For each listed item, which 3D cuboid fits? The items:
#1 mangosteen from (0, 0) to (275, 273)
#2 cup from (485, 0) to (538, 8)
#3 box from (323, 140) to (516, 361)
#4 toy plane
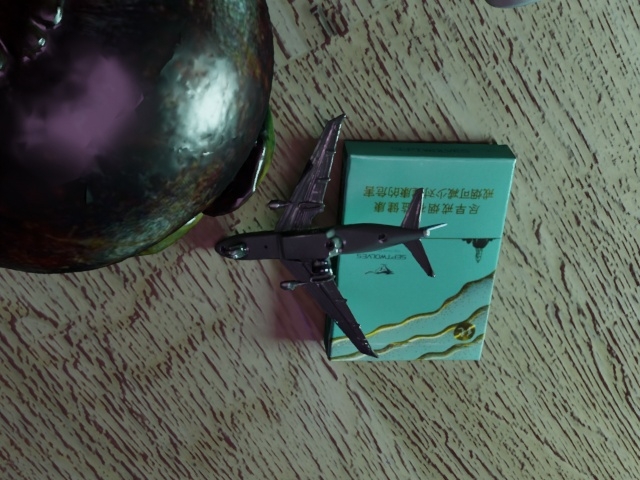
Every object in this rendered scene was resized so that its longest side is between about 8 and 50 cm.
[{"bbox_3d":[-0.185,-0.123,0.834,0.330,0.330,0.330,-4,119,-7],"label":"mangosteen"},{"bbox_3d":[0.143,-0.272,0.922,0.099,0.136,0.133,-47,122,-22],"label":"cup"},{"bbox_3d":[0.092,0.015,1.088,0.162,0.041,0.229,0,118,-8],"label":"box"},{"bbox_3d":[0.000,0.000,1.020,0.226,0.058,0.225,-6,99,16],"label":"toy plane"}]
